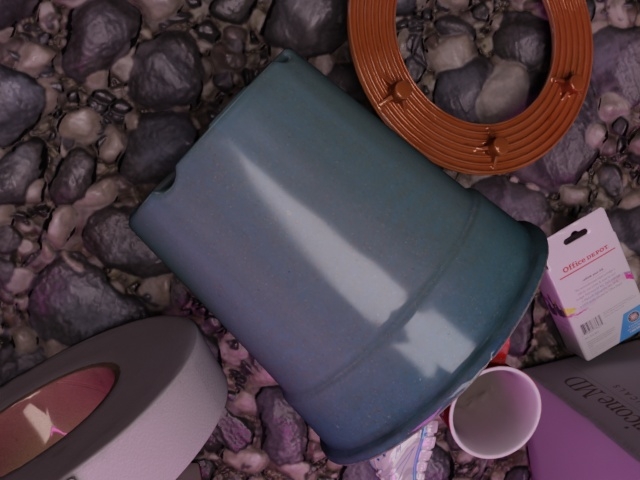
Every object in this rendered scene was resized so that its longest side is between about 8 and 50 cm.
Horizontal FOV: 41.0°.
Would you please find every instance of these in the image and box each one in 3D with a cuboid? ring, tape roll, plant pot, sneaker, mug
[{"bbox_3d":[0.188,-0.245,0.998,0.336,0.032,0.337,2,86,-22],"label":"ring"},{"bbox_3d":[-0.274,0.208,0.850,0.391,0.392,0.072,-29,106,-6],"label":"tape roll"},{"bbox_3d":[0.000,0.000,0.920,0.334,0.341,0.341,42,90,-8],"label":"plant pot"},{"bbox_3d":[0.096,0.302,1.124,0.082,0.071,0.191,9,91,-8],"label":"sneaker"},{"bbox_3d":[0.194,0.168,1.060,0.113,0.169,0.150,35,91,-16],"label":"mug"}]

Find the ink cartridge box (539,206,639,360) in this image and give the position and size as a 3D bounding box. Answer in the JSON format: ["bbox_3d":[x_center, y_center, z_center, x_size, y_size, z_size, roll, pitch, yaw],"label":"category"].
[{"bbox_3d":[0.347,0.052,1.126,0.104,0.061,0.181,-29,106,-6],"label":"ink cartridge box"}]

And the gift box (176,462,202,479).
[{"bbox_3d":[-0.259,0.394,0.963,0.276,0.255,0.258,3,102,-19],"label":"gift box"}]

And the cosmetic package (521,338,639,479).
[{"bbox_3d":[0.514,0.317,1.077,0.393,0.329,0.328,-12,104,-10],"label":"cosmetic package"}]
